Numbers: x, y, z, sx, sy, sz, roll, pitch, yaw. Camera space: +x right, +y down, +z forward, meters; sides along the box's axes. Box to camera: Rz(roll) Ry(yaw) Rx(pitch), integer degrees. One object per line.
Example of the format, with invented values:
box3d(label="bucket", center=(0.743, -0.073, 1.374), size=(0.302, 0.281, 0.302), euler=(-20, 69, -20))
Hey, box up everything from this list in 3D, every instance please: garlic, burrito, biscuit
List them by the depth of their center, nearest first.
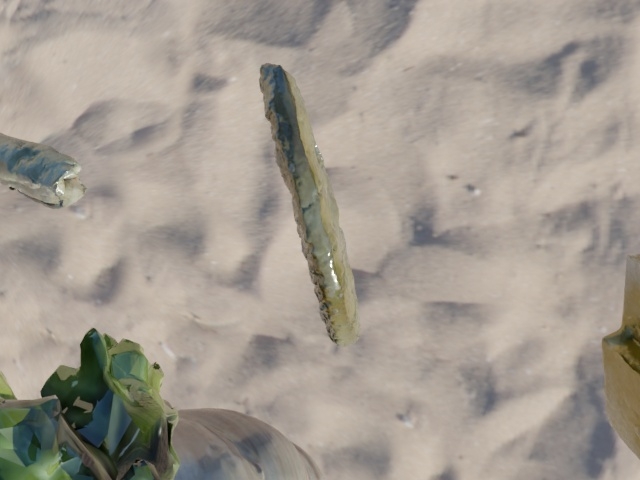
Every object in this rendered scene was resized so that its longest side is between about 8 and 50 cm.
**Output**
box3d(label="biscuit", center=(0.002, -0.001, 1.104), size=(0.038, 0.141, 0.290), euler=(-14, 136, 2))
box3d(label="burrito", center=(-0.270, -0.070, 1.122), size=(0.045, 0.188, 0.058), euler=(-57, 147, -23))
box3d(label="garlic", center=(-0.146, 0.269, 1.179), size=(0.241, 0.322, 0.322), euler=(44, 80, 10))

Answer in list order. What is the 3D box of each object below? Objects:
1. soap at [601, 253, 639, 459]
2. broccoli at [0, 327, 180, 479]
box3d(label="soap", center=(0.399, 0.158, 1.253), size=(0.143, 0.281, 0.259), euler=(-18, 127, -16))
box3d(label="broccoli", center=(-0.190, 0.069, 0.455), size=(0.293, 0.281, 0.348), euler=(-2, 49, -9))
